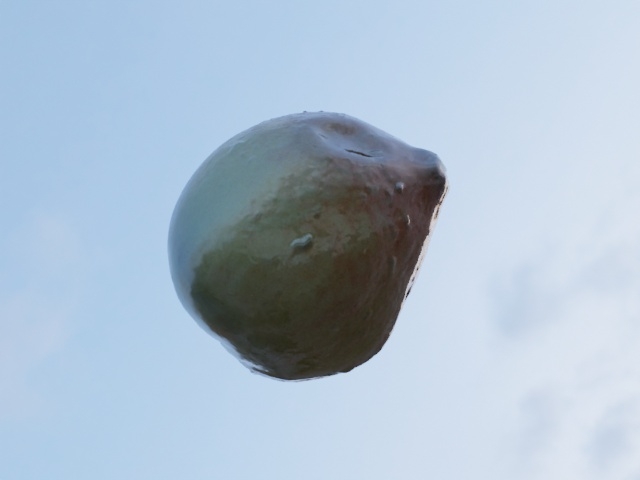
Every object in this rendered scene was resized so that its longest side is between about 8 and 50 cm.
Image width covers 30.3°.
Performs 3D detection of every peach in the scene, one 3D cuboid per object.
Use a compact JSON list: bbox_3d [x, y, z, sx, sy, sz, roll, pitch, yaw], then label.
[{"bbox_3d":[0.000,0.000,0.924,0.232,0.232,0.233,-19,-44,-20],"label":"peach"}]
